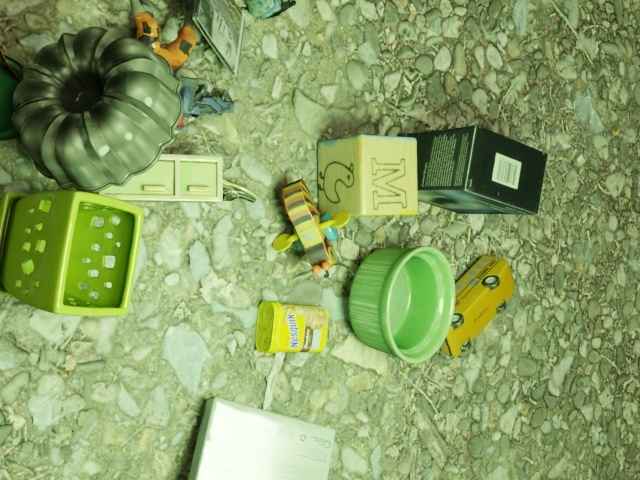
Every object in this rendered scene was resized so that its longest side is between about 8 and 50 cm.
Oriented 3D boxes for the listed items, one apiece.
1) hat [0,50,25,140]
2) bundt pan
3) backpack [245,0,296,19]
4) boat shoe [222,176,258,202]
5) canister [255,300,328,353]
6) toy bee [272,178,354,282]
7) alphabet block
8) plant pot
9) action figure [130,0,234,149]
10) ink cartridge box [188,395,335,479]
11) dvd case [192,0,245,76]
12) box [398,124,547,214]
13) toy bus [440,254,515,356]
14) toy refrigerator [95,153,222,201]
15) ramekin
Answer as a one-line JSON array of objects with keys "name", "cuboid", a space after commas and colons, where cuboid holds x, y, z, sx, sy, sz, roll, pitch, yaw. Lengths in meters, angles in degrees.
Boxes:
[{"name": "hat", "cuboid": [-0.600, -0.294, 1.509, 0.208, 0.183, 0.173, 40, 67, -29]}, {"name": "bundt pan", "cuboid": [-0.431, -0.262, 1.501, 0.124, 0.331, 0.331, 60, 49, -67]}, {"name": "backpack", "cuboid": [-0.130, -0.590, 1.900, 0.084, 0.105, 0.114, -27, 101, -34]}, {"name": "boat shoe", "cuboid": [-0.220, -0.115, 1.875, 0.152, 0.056, 0.049, 23, 82, -25]}, {"name": "canister", "cuboid": [-0.067, 0.216, 1.976, 0.170, 0.073, 0.126, 7, 86, -38]}, {"name": "toy bee", "cuboid": [0.000, 0.000, 1.950, 0.298, 0.162, 0.195, 41, 111, -14]}, {"name": "alphabet block", "cuboid": [0.120, -0.159, 2.038, 0.193, 0.192, 0.197, -2, 91, -34]}, {"name": "plant pot", "cuboid": [-0.499, 0.020, 1.543, 0.228, 0.207, 0.227, 17, 80, -67]}, {"name": "action figure", "cuboid": [-0.331, -0.362, 1.762, 0.341, 0.178, 0.330, 5, 94, -66]}, {"name": "ink cartridge box", "cuboid": [-0.143, 0.560, 1.847, 0.324, 0.071, 0.330, 21, 66, -22]}, {"name": "dvd case", "cuboid": [-0.222, -0.495, 1.791, 0.221, 0.018, 0.164, 54, 37, -62]}, {"name": "box", "cuboid": [0.399, -0.180, 2.175, 0.296, 0.294, 0.183, 14, 85, -35]}, {"name": "toy bus", "cuboid": [0.430, 0.183, 2.297, 0.332, 0.130, 0.108, -41, 125, -29]}, {"name": "toy refrigerator", "cuboid": [-0.350, -0.134, 1.726, 0.269, 0.094, 0.102, 0, 91, -28]}, {"name": "ramekin", "cuboid": [0.210, 0.159, 2.101, 0.303, 0.148, 0.303, -8, 101, -47]}]
